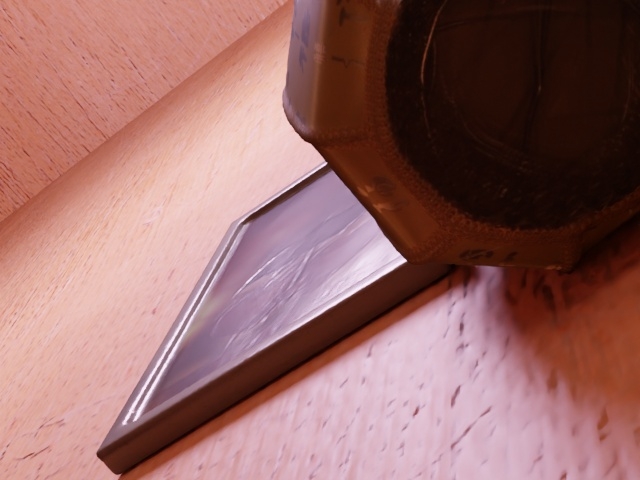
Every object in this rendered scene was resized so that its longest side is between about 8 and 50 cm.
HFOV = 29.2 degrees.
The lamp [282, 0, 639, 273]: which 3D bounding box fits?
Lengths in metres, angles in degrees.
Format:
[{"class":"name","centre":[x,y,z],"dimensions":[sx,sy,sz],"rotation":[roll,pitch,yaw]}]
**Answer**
[{"class":"lamp","centre":[0.063,-0.073,0.485],"dimensions":[0.161,0.161,0.185],"rotation":[-37,13,7]}]

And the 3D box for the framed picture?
[{"class":"framed picture","centre":[0.000,0.000,0.696],"dimensions":[0.211,0.020,0.289],"rotation":[-32,14,22]}]
